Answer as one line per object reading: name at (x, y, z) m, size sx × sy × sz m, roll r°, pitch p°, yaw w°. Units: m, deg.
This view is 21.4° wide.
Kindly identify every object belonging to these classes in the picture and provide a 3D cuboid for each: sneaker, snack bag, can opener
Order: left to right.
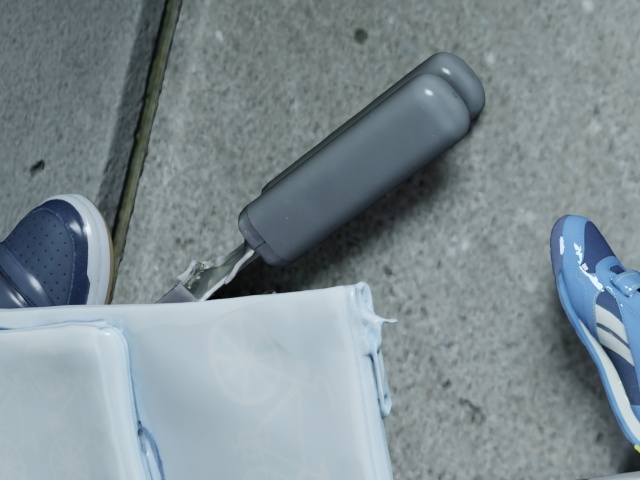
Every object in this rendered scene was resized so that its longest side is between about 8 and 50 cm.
sneaker at (-0.265, 0.082, 1.188) m, size 0.099 × 0.153 × 0.282 m, roll 49°, pitch 116°, yaw 28°
snack bag at (-0.086, 0.190, 0.929) m, size 0.342 × 0.037 × 0.323 m, roll -5°, pitch 98°, yaw 36°
can opener at (0.000, 0.000, 1.055) m, size 0.283 × 0.076 × 0.095 m, roll -36°, pitch 98°, yaw 31°
sneaker at (0.173, 0.045, 0.918) m, size 0.059 × 0.053 × 0.144 m, roll -33°, pitch 76°, yaw 30°

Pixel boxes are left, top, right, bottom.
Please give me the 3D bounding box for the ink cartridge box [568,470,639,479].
ink cartridge box at (0.144, 0.227, 0.887) m, size 0.278 × 0.117 × 0.201 m, roll -14°, pitch 80°, yaw 37°
